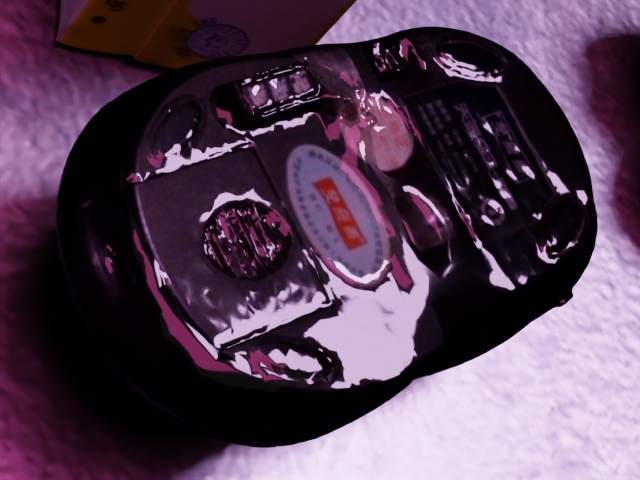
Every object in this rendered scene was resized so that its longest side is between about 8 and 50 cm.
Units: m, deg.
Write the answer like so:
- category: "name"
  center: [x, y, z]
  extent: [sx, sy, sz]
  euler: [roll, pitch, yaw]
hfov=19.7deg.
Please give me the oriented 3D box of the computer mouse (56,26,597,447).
- category: "computer mouse"
  center: [0.000, 0.000, 0.681]
  extent: [0.233, 0.096, 0.137]
  euler: [-16, 81, -39]

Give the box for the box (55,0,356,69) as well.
- category: "box"
  center: [-0.031, -0.215, 0.723]
  extent: [0.097, 0.168, 0.265]
  euler: [10, 61, -24]
